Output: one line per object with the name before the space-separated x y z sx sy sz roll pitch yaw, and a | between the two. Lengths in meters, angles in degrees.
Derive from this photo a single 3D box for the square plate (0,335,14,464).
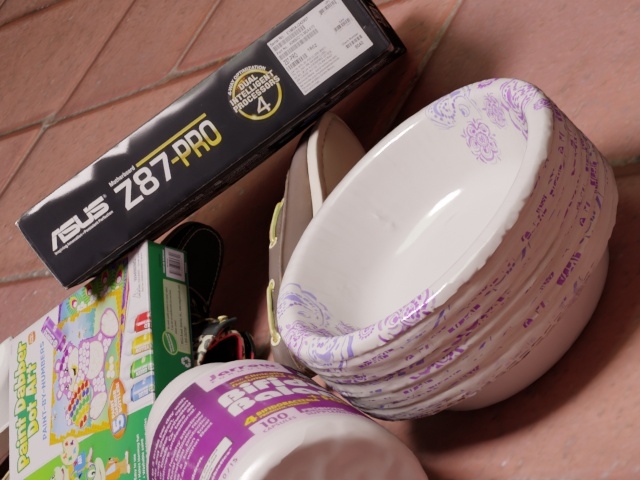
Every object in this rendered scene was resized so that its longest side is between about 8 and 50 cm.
square plate | -0.454 0.267 2.138 0.344 0.049 0.347 -41 15 -3

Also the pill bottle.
pill bottle | -0.040 0.186 1.493 0.169 0.169 0.301 -51 21 -6

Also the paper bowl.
paper bowl | 0.113 0.020 1.517 0.284 0.148 0.284 -38 26 22

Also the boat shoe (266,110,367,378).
boat shoe | 0.000 0.000 1.782 0.097 0.116 0.324 -34 33 23

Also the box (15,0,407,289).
box | -0.096 -0.110 1.935 0.395 0.097 0.318 -37 -1 8

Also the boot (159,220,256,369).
boot | -0.117 0.083 1.889 0.178 0.085 0.236 -8 52 52

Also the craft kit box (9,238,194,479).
craft kit box | -0.213 0.162 1.837 0.246 0.061 0.250 -37 48 41

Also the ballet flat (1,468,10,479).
ballet flat | -0.313 0.289 1.929 0.206 0.073 0.067 -58 11 -28
